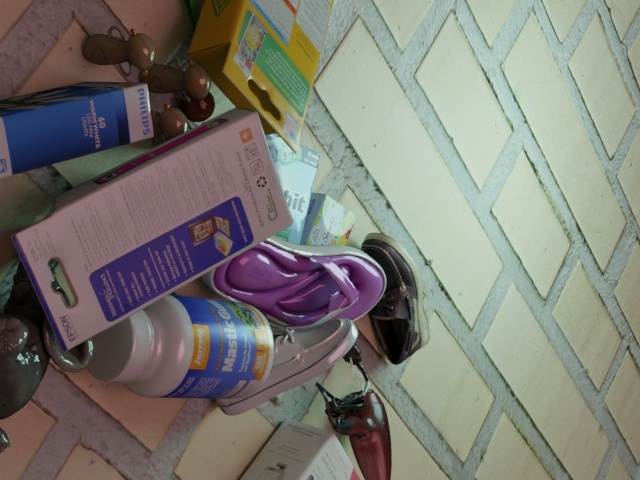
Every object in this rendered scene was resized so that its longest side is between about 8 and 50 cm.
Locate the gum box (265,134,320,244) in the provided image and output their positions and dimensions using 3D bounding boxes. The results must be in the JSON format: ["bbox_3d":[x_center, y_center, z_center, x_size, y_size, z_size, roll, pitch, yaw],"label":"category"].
[{"bbox_3d":[-0.081,-0.076,1.842,0.157,0.041,0.184,19,82,-49],"label":"gum box"}]

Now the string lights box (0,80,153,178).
[{"bbox_3d":[-0.356,-0.144,1.434,0.260,0.133,0.076,-24,114,-46],"label":"string lights box"}]

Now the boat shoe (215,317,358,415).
[{"bbox_3d":[-0.062,0.187,1.811,0.258,0.095,0.084,-32,116,-8],"label":"boat shoe"}]

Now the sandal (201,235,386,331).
[{"bbox_3d":[-0.028,0.088,1.854,0.416,0.102,0.169,13,113,-46],"label":"sandal"}]

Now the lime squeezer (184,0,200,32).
[{"bbox_3d":[-0.243,-0.389,1.597,0.110,0.059,0.310,-49,141,10],"label":"lime squeezer"}]

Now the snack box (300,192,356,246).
[{"bbox_3d":[0.000,0.000,1.954,0.100,0.037,0.141,33,74,-46],"label":"snack box"}]

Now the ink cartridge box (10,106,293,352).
[{"bbox_3d":[-0.217,-0.021,1.471,0.371,0.069,0.175,-31,118,-27],"label":"ink cartridge box"}]

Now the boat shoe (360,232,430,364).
[{"bbox_3d":[0.131,0.114,2.084,0.092,0.103,0.285,-51,138,-37],"label":"boat shoe"}]

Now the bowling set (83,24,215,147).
[{"bbox_3d":[-0.198,-0.188,1.595,0.200,0.154,0.287,-35,123,-40],"label":"bowling set"}]

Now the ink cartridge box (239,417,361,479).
[{"bbox_3d":[-0.058,0.483,1.917,0.283,0.117,0.207,-51,132,-31],"label":"ink cartridge box"}]

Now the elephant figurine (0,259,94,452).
[{"bbox_3d":[-0.378,0.117,1.459,0.239,0.169,0.186,-32,151,-60],"label":"elephant figurine"}]

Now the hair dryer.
[{"bbox_3d":[0.057,0.335,2.014,0.293,0.080,0.223,63,27,-21],"label":"hair dryer"}]

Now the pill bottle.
[{"bbox_3d":[-0.209,0.156,1.651,0.272,0.152,0.152,11,89,-51],"label":"pill bottle"}]

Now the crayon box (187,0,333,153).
[{"bbox_3d":[-0.088,-0.308,1.692,0.203,0.083,0.322,47,44,-43],"label":"crayon box"}]
